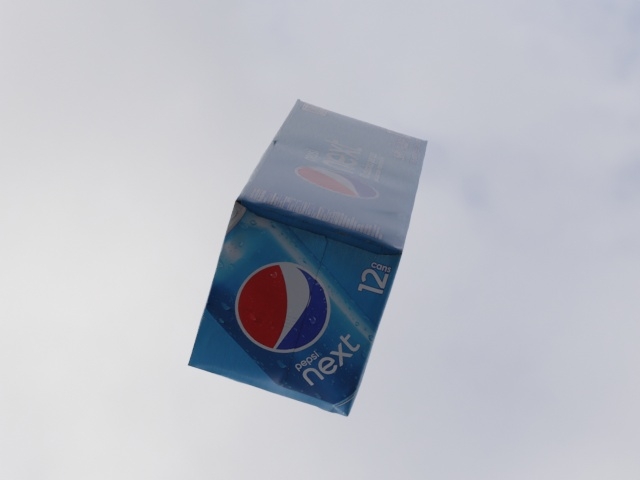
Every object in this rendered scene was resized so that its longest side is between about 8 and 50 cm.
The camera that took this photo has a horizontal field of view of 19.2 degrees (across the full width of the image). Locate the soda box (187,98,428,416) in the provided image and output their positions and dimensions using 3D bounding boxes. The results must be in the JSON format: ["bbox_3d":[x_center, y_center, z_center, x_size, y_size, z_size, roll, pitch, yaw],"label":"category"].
[{"bbox_3d":[0.000,0.000,0.798,0.067,0.071,0.210,18,-164,2],"label":"soda box"}]
